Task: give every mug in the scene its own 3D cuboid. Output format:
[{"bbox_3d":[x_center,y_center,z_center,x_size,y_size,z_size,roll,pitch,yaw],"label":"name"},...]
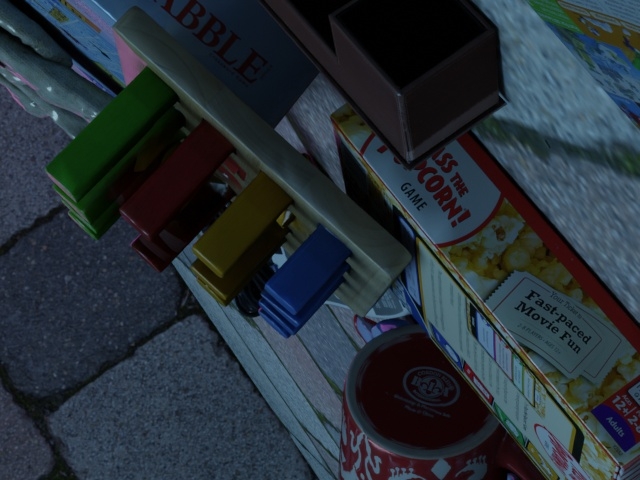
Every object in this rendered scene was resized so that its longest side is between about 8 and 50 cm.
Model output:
[{"bbox_3d":[0.078,0.131,0.996,0.169,0.150,0.113,87,174,-51],"label":"mug"}]

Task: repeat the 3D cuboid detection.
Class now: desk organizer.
[{"bbox_3d":[0.011,-0.094,0.634,0.130,0.047,0.050,50,169,26],"label":"desk organizer"}]

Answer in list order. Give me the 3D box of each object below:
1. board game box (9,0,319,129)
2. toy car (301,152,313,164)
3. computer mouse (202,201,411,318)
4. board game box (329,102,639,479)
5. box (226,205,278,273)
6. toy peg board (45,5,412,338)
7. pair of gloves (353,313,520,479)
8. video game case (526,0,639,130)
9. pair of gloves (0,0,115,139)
[{"bbox_3d":[-0.156,-0.169,0.940,0.319,0.066,0.318,41,173,-9],"label":"board game box"},{"bbox_3d":[0.000,0.000,1.055,0.040,0.060,0.122,17,-146,-54],"label":"toy car"},{"bbox_3d":[0.001,0.005,0.982,0.193,0.042,0.106,7,127,50],"label":"computer mouse"},{"bbox_3d":[0.082,0.033,0.744,0.193,0.045,0.147,52,171,20],"label":"board game box"},{"bbox_3d":[-0.064,-0.012,1.459,0.137,0.027,0.094,49,169,35],"label":"box"},{"bbox_3d":[-0.050,-0.008,0.783,0.160,0.079,0.161,43,172,4],"label":"toy peg board"},{"bbox_3d":[0.093,0.124,1.128,0.198,0.023,0.159,54,172,-18],"label":"pair of gloves"},{"bbox_3d":[0.078,-0.052,0.394,0.166,0.015,0.119,43,178,-29],"label":"video game case"},{"bbox_3d":[-0.202,-0.121,1.058,0.204,0.042,0.240,41,176,-20],"label":"pair of gloves"}]
